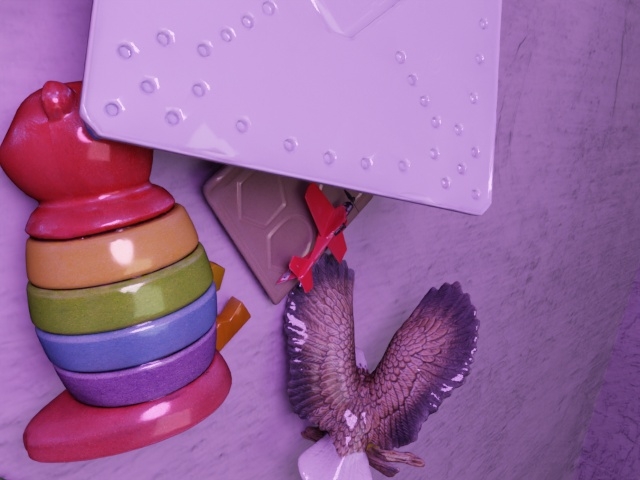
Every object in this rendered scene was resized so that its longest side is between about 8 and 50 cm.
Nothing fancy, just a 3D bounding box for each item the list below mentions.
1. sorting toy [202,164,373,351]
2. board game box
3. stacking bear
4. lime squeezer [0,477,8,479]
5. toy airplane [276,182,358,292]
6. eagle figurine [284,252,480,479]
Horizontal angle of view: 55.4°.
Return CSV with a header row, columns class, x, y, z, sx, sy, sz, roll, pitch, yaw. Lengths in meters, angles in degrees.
class,x,y,z,sx,sy,sz,roll,pitch,yaw
sorting toy,-0.060,-0.027,0.725,0.307,0.041,0.229,-48,141,-22
board game box,0.009,-0.238,0.535,0.390,0.050,0.389,8,83,-33
stacking bear,-0.179,0.011,0.517,0.175,0.164,0.289,-65,148,-70
lime squeezer,-0.317,0.132,0.511,0.110,0.059,0.310,-56,149,-63
toy airplane,0.000,0.000,0.755,0.151,0.028,0.151,-30,133,-39
eagle figurine,0.059,0.190,0.846,0.226,0.225,0.298,-8,124,-35
